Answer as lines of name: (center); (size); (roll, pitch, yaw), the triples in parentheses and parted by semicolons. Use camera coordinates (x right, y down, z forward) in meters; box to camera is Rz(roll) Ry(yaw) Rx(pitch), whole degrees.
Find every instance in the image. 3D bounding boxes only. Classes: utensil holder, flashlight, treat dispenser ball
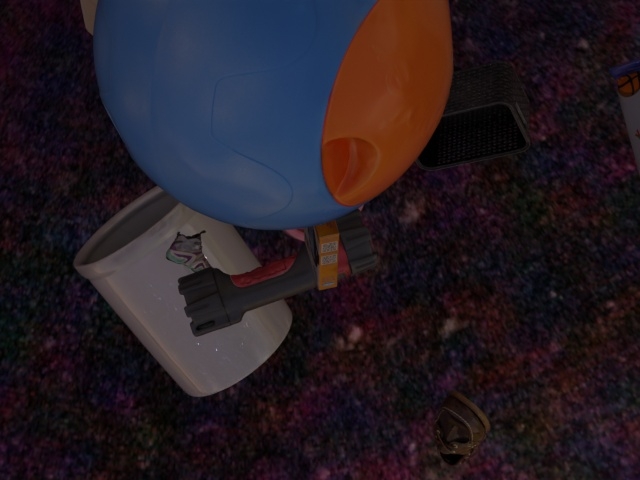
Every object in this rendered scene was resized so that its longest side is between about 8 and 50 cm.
utensil holder: (-0.290, 0.100, 1.927); (0.327, 0.328, 0.386); (-30, 111, 10)
flashlight: (-0.067, 0.043, 1.368); (0.303, 0.103, 0.103); (-18, 115, -3)
treat dispenser ball: (-0.036, -0.153, 0.714); (0.288, 0.288, 0.288); (-3, 120, -5)

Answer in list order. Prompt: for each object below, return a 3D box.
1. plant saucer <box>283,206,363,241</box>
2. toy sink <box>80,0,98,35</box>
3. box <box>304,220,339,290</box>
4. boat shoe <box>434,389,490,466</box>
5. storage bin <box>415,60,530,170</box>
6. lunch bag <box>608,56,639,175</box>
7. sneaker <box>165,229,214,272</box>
plant saucer: (-0.022, -0.163, 2.112); (0.332, 0.084, 0.333); (-8, 102, -41)
toy sink: (-0.326, -0.418, 1.697); (0.152, 0.234, 0.131); (-41, 158, -27)
box: (0.000, 0.000, 1.088); (0.028, 0.081, 0.136); (-10, 146, -10)
boat shoe: (0.198, 0.279, 1.272); (0.073, 0.073, 0.207); (-45, 151, -13)
storage bin: (0.218, -0.187, 1.342); (0.180, 0.084, 0.122); (-11, 144, 26)
lunch bag: (0.503, -0.078, 0.814); (0.238, 0.385, 0.328); (-7, 83, -40)
sneaker: (-0.199, 0.017, 1.450); (0.098, 0.038, 0.069); (29, 81, -35)
